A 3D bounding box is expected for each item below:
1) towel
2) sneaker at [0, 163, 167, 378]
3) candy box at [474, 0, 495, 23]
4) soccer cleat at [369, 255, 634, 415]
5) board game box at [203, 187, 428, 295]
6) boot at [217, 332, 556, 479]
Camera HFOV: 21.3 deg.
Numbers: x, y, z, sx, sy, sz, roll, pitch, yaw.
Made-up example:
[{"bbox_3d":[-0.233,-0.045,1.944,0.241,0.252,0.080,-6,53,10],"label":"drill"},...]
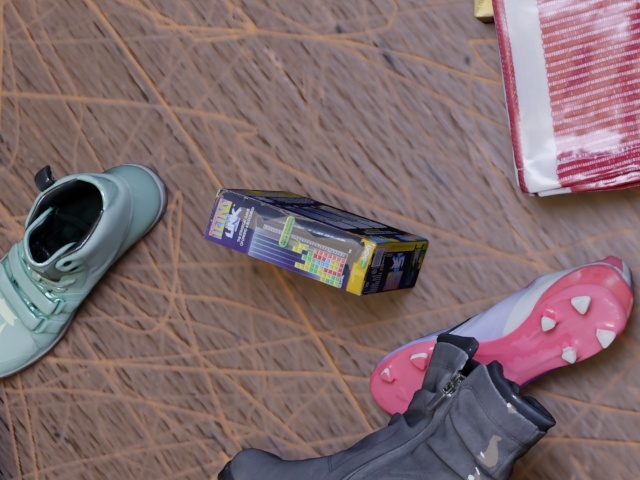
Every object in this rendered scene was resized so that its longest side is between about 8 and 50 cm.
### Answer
[{"bbox_3d":[0.302,-0.168,1.334,0.329,0.037,0.237,-7,96,12],"label":"towel"},{"bbox_3d":[-0.258,0.027,1.511,0.094,0.151,0.256,45,103,11],"label":"sneaker"},{"bbox_3d":[0.184,-0.279,1.431,0.109,0.053,0.186,0,90,15],"label":"candy box"},{"bbox_3d":[0.154,0.085,1.431,0.248,0.095,0.083,-27,102,32],"label":"soccer cleat"},{"bbox_3d":[0.000,0.000,1.422,0.141,0.170,0.048,18,96,17],"label":"board game box"},{"bbox_3d":[0.056,0.175,1.378,0.118,0.338,0.222,35,84,-29],"label":"boot"}]
